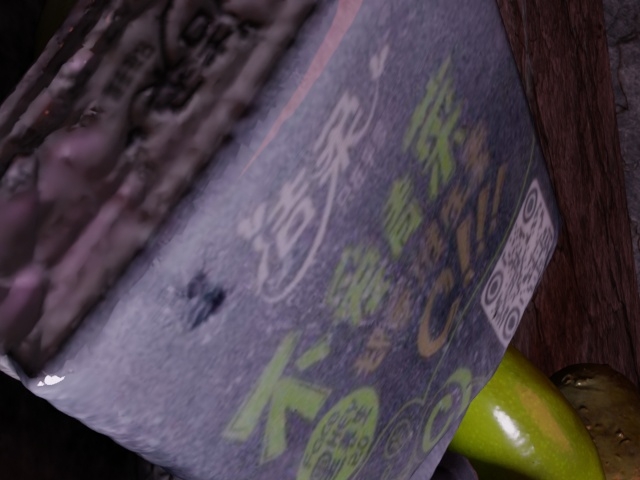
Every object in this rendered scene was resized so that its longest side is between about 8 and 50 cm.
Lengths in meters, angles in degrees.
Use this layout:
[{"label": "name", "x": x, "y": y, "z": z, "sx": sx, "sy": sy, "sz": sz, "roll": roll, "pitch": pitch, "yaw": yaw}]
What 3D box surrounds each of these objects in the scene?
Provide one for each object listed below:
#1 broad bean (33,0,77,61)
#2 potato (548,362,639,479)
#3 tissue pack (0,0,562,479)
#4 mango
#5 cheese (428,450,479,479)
[{"label": "broad bean", "x": -0.069, "y": -0.091, "z": 0.704, "sx": 0.263, "sy": 0.121, "sz": 0.189, "roll": -21, "pitch": 109, "yaw": -53}, {"label": "potato", "x": 0.350, "y": 0.288, "z": 1.557, "sx": 0.307, "sy": 0.173, "sz": 0.210, "roll": -72, "pitch": 150, "yaw": -51}, {"label": "tissue pack", "x": 0.000, "y": 0.000, "z": 0.633, "sx": 0.288, "sy": 0.124, "sz": 0.394, "roll": -59, "pitch": 152, "yaw": -13}, {"label": "mango", "x": 0.179, "y": 0.194, "z": 1.173, "sx": 0.143, "sy": 0.175, "sz": 0.293, "roll": -44, "pitch": 122, "yaw": -22}, {"label": "cheese", "x": 0.053, "y": 0.217, "z": 0.814, "sx": 0.244, "sy": 0.052, "sz": 0.135, "roll": 134, "pitch": -28, "yaw": -56}]
